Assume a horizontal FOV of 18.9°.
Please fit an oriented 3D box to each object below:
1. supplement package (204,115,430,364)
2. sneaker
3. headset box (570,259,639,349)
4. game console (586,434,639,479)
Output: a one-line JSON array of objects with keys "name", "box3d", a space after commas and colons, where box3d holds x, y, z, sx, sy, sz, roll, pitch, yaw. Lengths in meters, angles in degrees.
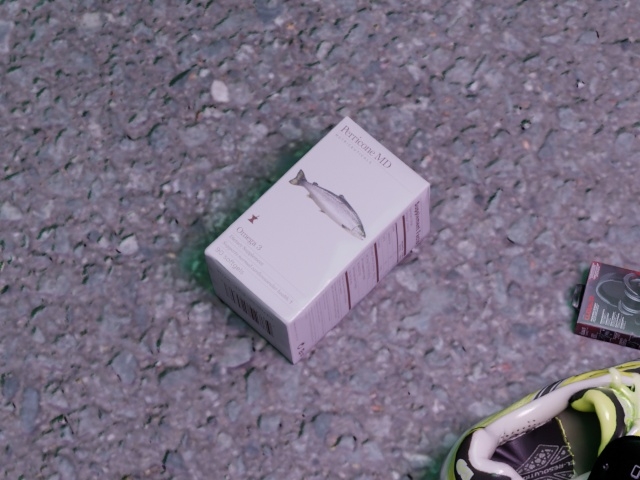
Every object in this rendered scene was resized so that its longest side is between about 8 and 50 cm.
[{"name": "supplement package", "box3d": [0.000, 0.000, 1.688, 0.105, 0.105, 0.179, 40, 74, 19]}, {"name": "sneaker", "box3d": [0.280, 0.160, 1.580, 0.384, 0.147, 0.145, -23, 65, -8]}, {"name": "headset box", "box3d": [0.263, 0.058, 1.688, 0.083, 0.032, 0.062, 15, 68, 8]}, {"name": "game console", "box3d": [0.187, 0.320, 1.498, 0.213, 0.044, 0.361, 25, 95, 9]}]
